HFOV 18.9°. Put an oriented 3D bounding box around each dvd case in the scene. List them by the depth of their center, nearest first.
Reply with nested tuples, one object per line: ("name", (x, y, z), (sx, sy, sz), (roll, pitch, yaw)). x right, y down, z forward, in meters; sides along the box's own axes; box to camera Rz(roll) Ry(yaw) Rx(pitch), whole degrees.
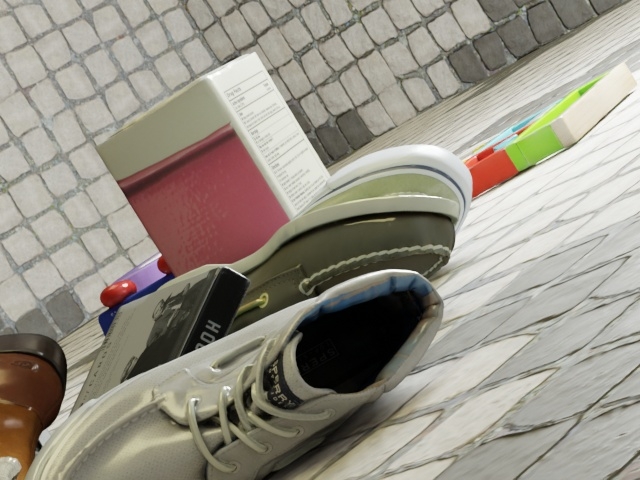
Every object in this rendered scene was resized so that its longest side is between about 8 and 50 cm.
("dvd case", (-0.133, 0.114, 1.329), (0.179, 0.029, 0.239), (-66, 15, -17))

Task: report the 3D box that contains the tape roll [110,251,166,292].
("tape roll", (-0.158, 0.027, 2.707), (0.275, 0.090, 0.275), (-31, 3, 2))

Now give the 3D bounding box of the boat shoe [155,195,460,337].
("boat shoe", (-0.011, 0.047, 1.384), (0.109, 0.091, 0.305), (14, -26, -38))

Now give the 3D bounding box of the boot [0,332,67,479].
("boot", (-0.341, 0.180, 1.548), (0.264, 0.096, 0.280), (-4, 22, 3))

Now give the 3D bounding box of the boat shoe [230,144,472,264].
("boat shoe", (-0.001, 0.035, 1.542), (0.302, 0.109, 0.094), (-36, 23, 27))

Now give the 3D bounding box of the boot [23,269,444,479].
("boot", (-0.047, 0.089, 1.075), (0.258, 0.095, 0.123), (-33, -3, -32))

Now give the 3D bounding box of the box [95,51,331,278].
("box", (-0.068, -0.029, 1.690), (0.127, 0.232, 0.148), (-30, 4, 20))

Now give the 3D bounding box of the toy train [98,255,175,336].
("toy train", (-0.110, 0.051, 2.092), (0.248, 0.105, 0.143), (-30, -9, 29))

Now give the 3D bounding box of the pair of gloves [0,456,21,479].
("pair of gloves", (-0.291, 0.232, 1.263), (0.240, 0.042, 0.204), (-34, 8, -7))

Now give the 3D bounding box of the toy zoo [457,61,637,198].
("toy zoo", (0.168, -0.078, 1.949), (0.293, 0.030, 0.192), (-30, 5, 34))

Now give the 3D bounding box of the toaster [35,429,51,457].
("toaster", (-0.364, 0.181, 1.847), (0.110, 0.168, 0.186), (-28, 5, 38))
